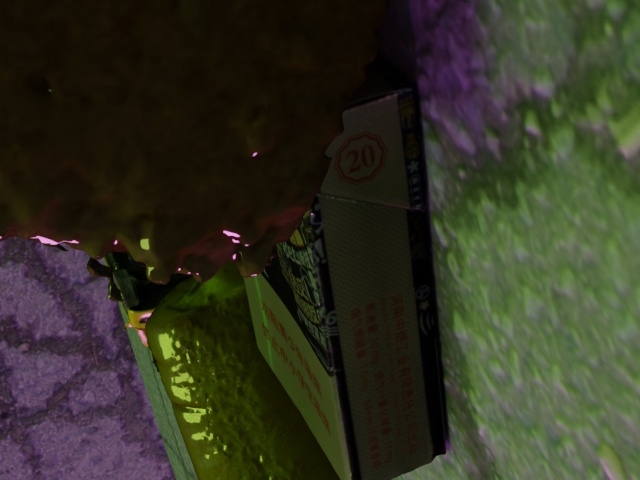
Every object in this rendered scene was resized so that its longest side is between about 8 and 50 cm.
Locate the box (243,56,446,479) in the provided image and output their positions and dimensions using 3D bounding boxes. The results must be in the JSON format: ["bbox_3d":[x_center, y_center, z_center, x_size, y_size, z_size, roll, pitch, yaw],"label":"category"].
[{"bbox_3d":[0.000,0.000,0.799,0.198,0.084,0.310,-129,24,-52],"label":"box"}]

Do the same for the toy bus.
[{"bbox_3d":[-0.212,0.023,1.451,0.330,0.144,0.152,-127,23,-51],"label":"toy bus"}]

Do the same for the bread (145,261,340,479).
[{"bbox_3d":[-0.030,0.199,1.024,0.112,0.166,0.383,-3,108,49],"label":"bread"}]

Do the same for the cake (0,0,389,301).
[{"bbox_3d":[-0.126,-0.153,0.581,0.290,0.256,0.282,44,119,54],"label":"cake"}]
